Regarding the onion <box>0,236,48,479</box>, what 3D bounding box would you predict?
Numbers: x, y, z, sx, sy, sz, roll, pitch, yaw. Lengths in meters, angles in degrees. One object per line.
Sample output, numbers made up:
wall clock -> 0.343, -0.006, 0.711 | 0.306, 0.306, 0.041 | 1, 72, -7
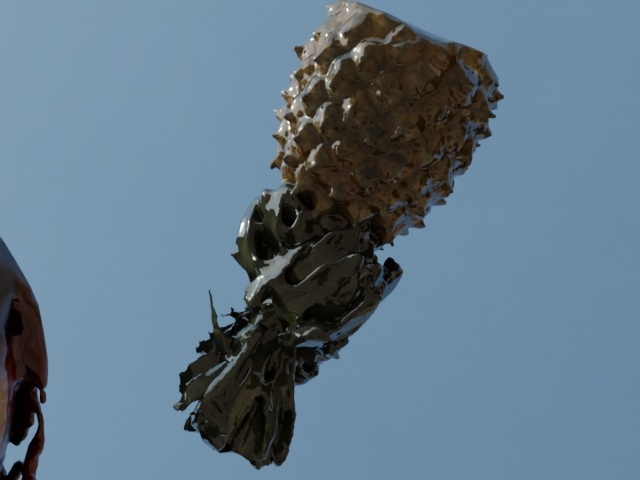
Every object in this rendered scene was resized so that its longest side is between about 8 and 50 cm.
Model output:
onion -> -0.283, 0.091, 0.752 | 0.341, 0.341, 0.341 | -1, -79, -4

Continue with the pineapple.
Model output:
pineapple -> 0.000, 0.000, 0.628 | 0.074, 0.074, 0.159 | 25, -86, -9
